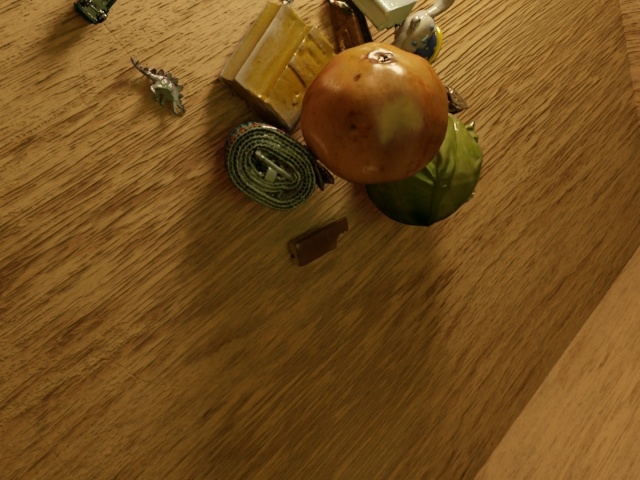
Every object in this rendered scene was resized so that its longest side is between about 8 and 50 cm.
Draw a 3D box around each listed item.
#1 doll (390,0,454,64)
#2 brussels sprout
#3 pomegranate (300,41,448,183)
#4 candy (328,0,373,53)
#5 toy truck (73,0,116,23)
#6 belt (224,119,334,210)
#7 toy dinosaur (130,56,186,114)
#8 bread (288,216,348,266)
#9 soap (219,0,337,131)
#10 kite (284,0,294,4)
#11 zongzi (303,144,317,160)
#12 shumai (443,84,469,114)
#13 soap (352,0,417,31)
[{"bbox_3d":[0.321,-0.690,1.891,0.311,0.159,0.243,-46,149,21],"label":"doll"},{"bbox_3d":[0.334,-0.227,1.909,0.426,0.343,0.360,19,79,-36],"label":"brussels sprout"},{"bbox_3d":[0.143,-0.329,1.597,0.412,0.412,0.411,-8,102,-38],"label":"pomegranate"},{"bbox_3d":[0.100,-0.655,1.812,0.143,0.101,0.271,-27,107,-42],"label":"candy"},{"bbox_3d":[-0.506,-0.570,1.340,0.065,0.079,0.147,43,70,-37],"label":"toy truck"},{"bbox_3d":[-0.130,-0.198,1.603,0.295,0.160,0.206,39,96,-21],"label":"belt"},{"bbox_3d":[-0.409,-0.399,1.471,0.209,0.039,0.082,41,68,-47],"label":"toy dinosaur"},{"bbox_3d":[0.000,0.000,1.870,0.226,0.049,0.088,-27,114,-34],"label":"bread"},{"bbox_3d":[-0.114,-0.492,1.642,0.259,0.143,0.281,37,79,-37],"label":"soap"},{"bbox_3d":[-0.084,-0.819,1.685,0.141,0.015,0.245,37,75,-40],"label":"kite"},{"bbox_3d":[-0.095,-0.270,1.728,0.160,0.079,0.176,-47,121,-22],"label":"zongzi"},{"bbox_3d":[0.464,-0.493,2.127,0.146,0.145,0.116,36,93,-37],"label":"shumai"},{"bbox_3d":[0.164,-0.773,1.762,0.150,0.094,0.261,-30,76,-34],"label":"soap"}]
